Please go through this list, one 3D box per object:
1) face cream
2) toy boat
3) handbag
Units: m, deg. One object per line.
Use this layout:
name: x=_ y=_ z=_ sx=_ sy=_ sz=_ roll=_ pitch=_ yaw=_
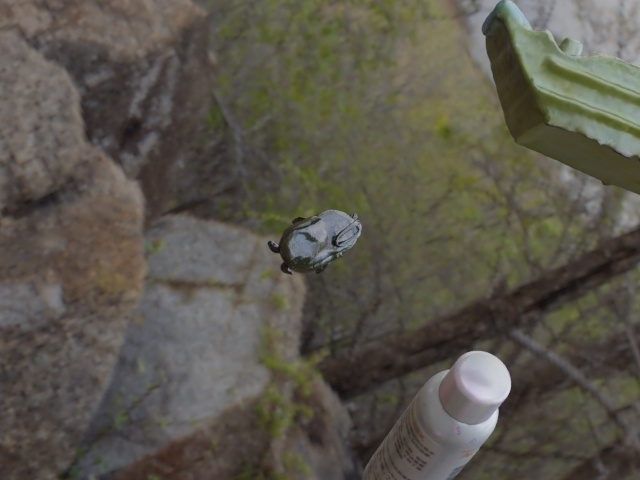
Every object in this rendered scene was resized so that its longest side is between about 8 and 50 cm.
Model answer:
face cream: x=0.115 y=0.194 z=1.325 sx=0.082 sy=0.269 sz=0.082 roll=9 pitch=56 yaw=-13
toy boat: x=0.241 y=-0.087 z=1.052 sx=0.276 sy=0.084 sz=0.111 roll=27 pitch=-11 yaw=-2
handbag: x=0.000 y=0.000 z=1.577 sx=0.072 sy=0.111 sz=0.047 roll=64 pitch=-14 yaw=-7
